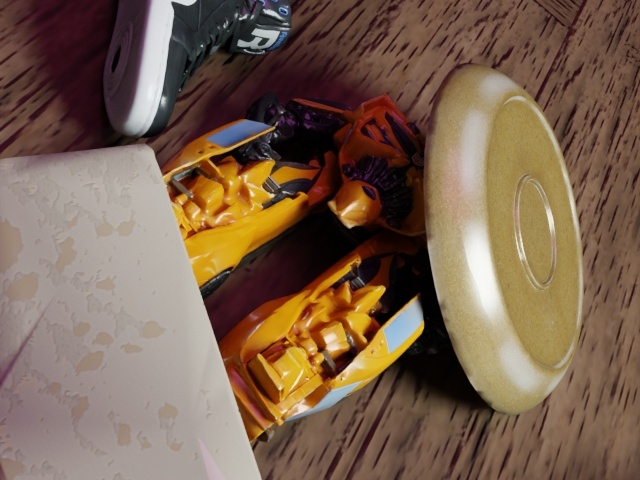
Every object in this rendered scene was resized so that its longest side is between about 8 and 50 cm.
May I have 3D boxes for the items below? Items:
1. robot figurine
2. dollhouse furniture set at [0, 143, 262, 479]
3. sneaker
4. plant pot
[{"bbox_3d":[0.000,0.000,0.727,0.211,0.085,0.291,49,41,5],"label":"robot figurine"},{"bbox_3d":[-0.237,0.130,0.372,0.394,0.256,0.362,-10,58,-20],"label":"dollhouse furniture set"},{"bbox_3d":[-0.073,-0.141,0.793,0.121,0.079,0.217,19,45,-24],"label":"sneaker"},{"bbox_3d":[0.131,-0.004,0.783,0.236,0.032,0.236,24,63,-58],"label":"plant pot"}]
